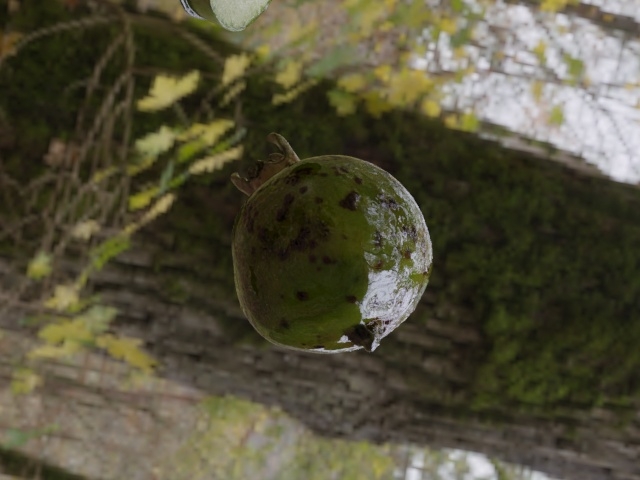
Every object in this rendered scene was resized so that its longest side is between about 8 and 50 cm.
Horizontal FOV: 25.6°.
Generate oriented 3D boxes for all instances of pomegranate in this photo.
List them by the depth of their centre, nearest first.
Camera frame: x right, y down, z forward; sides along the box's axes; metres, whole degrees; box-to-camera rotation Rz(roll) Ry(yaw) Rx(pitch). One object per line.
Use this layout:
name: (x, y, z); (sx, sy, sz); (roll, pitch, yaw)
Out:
pomegranate: (-0.009, 0.007, 1.348); (0.246, 0.198, 0.198); (21, -75, 43)

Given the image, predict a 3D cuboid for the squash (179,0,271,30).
squash: (-0.071, -0.324, 1.437); (0.219, 0.041, 0.219); (-51, 155, -35)
